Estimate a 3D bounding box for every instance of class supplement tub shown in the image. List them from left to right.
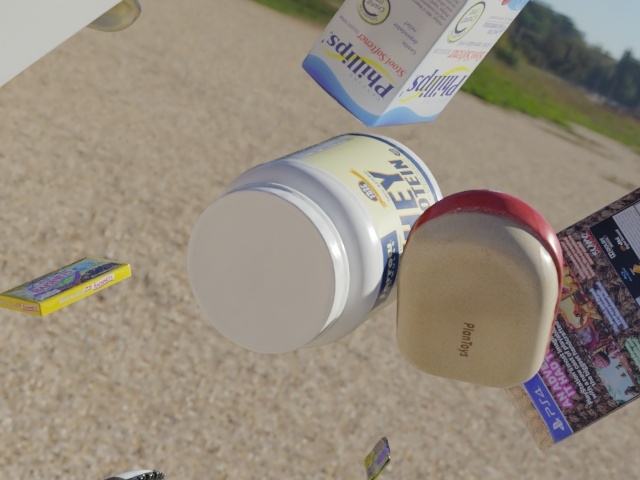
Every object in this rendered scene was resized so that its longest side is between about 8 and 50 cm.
[{"bbox_3d":[0.000,0.000,1.576,0.235,0.235,0.325,27,24,18],"label":"supplement tub"}]

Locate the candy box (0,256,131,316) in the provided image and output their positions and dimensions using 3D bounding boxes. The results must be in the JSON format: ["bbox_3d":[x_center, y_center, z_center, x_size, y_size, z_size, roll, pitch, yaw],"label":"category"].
[{"bbox_3d":[-0.420,0.073,2.044,0.105,0.027,0.206,6,20,35],"label":"candy box"}]

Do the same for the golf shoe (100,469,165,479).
[{"bbox_3d":[-0.244,0.260,1.195,0.198,0.077,0.094,-23,38,-29],"label":"golf shoe"}]

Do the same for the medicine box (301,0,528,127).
[{"bbox_3d":[0.153,-0.322,1.829,0.149,0.289,0.263,43,23,15],"label":"medicine box"}]

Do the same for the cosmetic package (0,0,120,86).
[{"bbox_3d":[-0.225,-0.194,0.659,0.156,0.385,0.217,47,-14,29],"label":"cosmetic package"}]

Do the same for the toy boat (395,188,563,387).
[{"bbox_3d":[0.156,0.028,1.192,0.151,0.151,0.231,11,-35,9],"label":"toy boat"}]

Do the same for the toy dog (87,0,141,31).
[{"bbox_3d":[-0.381,-0.542,1.780,0.395,0.284,0.408,7,44,-13],"label":"toy dog"}]

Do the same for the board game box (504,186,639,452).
[{"bbox_3d":[0.362,0.103,1.630,0.232,0.291,0.141,61,-4,14],"label":"board game box"}]

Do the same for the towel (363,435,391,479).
[{"bbox_3d":[0.089,0.349,1.976,0.009,0.060,0.083,36,13,-11],"label":"towel"}]
